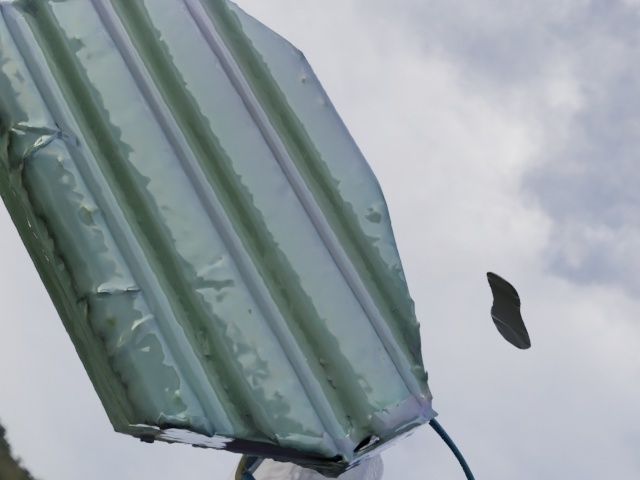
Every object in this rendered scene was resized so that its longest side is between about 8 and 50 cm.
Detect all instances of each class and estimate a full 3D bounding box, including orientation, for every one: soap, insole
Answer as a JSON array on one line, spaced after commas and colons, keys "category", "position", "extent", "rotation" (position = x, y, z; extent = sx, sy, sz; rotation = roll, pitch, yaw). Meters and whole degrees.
[{"category": "soap", "position": [-0.093, -0.010, 0.719], "extent": [0.446, 0.261, 0.156], "rotation": [59, -26, 15]}, {"category": "insole", "position": [0.304, 0.119, 1.432], "extent": [0.086, 0.005, 0.253], "rotation": [37, -14, 30]}]

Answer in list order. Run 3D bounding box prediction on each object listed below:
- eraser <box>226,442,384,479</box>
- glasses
[{"category": "eraser", "position": [-0.043, 0.301, 0.916], "extent": [0.174, 0.270, 0.094], "rotation": [-14, -75, 19]}, {"category": "glasses", "position": [0.038, 0.224, 0.833], "extent": [0.220, 0.190, 0.088], "rotation": [51, -34, 1]}]
